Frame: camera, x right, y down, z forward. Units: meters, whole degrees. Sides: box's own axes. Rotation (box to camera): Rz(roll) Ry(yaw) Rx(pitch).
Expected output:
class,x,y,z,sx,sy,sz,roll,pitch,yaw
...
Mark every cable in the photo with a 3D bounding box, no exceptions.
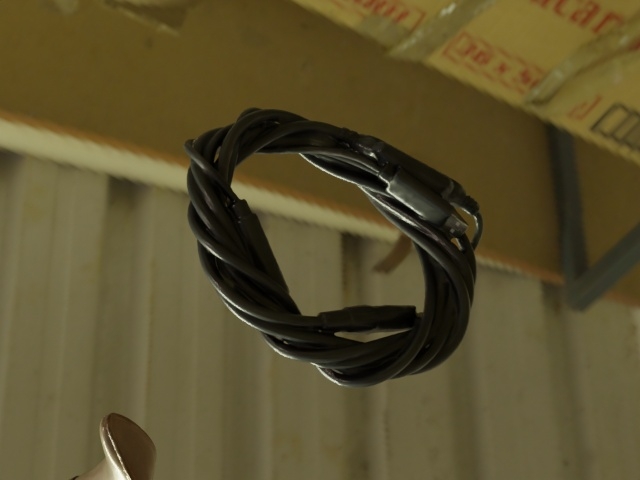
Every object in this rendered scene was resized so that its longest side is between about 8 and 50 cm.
class,x,y,z,sx,sy,sz,roll,pitch,yaw
cable,0.000,0.000,0.822,0.184,0.047,0.150,29,-121,-7

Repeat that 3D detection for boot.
class,x,y,z,sx,sy,sz,roll,pitch,yaw
boot,-0.153,0.174,1.053,0.118,0.087,0.042,60,-149,-28
